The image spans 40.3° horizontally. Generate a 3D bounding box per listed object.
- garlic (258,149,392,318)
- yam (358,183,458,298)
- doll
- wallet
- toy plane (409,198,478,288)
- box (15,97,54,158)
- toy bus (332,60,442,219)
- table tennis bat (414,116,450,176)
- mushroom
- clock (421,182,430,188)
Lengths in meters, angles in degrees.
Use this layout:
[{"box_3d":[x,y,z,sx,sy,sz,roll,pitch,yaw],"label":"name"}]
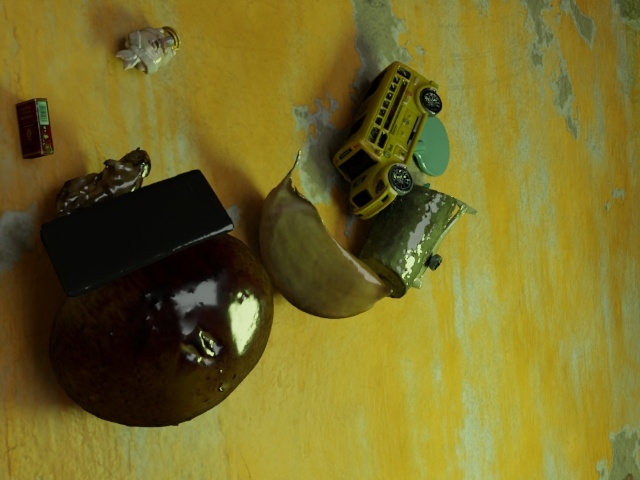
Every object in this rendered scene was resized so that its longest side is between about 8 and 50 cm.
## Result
[{"box_3d":[-0.017,-0.005,1.614,0.338,0.196,0.151,56,34,-19],"label":"garlic"},{"box_3d":[0.179,-0.017,1.843,0.154,0.154,0.254,44,70,-37],"label":"yam"},{"box_3d":[-0.274,-0.312,1.417,0.127,0.084,0.073,-47,120,-50],"label":"doll"},{"box_3d":[-0.252,-0.015,1.200,0.244,0.124,0.025,-22,149,-18],"label":"wallet"},{"box_3d":[0.250,0.016,1.963,0.286,0.092,0.108,-51,160,-13],"label":"toy plane"},{"box_3d":[-0.414,-0.162,1.264,0.023,0.051,0.082,-10,93,-48],"label":"box"},{"box_3d":[0.130,-0.210,1.830,0.151,0.145,0.331,34,58,-16],"label":"toy bus"},{"box_3d":[0.241,-0.221,2.049,0.237,0.038,0.149,-13,97,-54],"label":"table tennis bat"},{"box_3d":[-0.268,0.102,1.309,0.331,0.356,0.334,-47,153,-35],"label":"mushroom"},{"box_3d":[0.214,-0.080,1.995,0.135,0.041,0.101,-42,117,-43],"label":"clock"}]
